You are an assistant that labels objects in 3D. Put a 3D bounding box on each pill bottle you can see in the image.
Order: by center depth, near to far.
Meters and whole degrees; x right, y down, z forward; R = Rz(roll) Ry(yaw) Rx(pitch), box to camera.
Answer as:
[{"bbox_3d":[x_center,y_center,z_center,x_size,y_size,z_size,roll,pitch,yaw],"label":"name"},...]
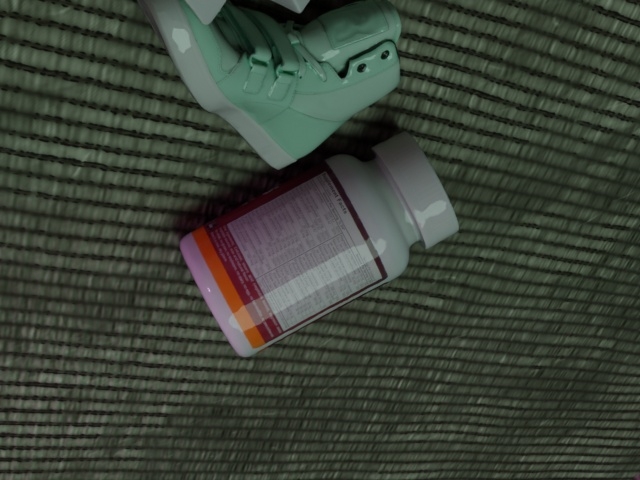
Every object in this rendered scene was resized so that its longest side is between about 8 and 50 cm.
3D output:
[{"bbox_3d":[0.000,0.000,1.389,0.221,0.121,0.121,-28,150,-2],"label":"pill bottle"}]

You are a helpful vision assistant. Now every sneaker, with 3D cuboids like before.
[{"bbox_3d":[-0.027,-0.154,1.167,0.151,0.094,0.256,-33,154,9],"label":"sneaker"}]

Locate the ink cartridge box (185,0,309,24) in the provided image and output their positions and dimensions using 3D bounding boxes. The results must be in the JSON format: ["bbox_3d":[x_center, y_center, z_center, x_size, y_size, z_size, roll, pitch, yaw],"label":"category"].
[{"bbox_3d":[-0.021,-0.222,1.028,0.180,0.060,0.104,-56,151,-9],"label":"ink cartridge box"}]
